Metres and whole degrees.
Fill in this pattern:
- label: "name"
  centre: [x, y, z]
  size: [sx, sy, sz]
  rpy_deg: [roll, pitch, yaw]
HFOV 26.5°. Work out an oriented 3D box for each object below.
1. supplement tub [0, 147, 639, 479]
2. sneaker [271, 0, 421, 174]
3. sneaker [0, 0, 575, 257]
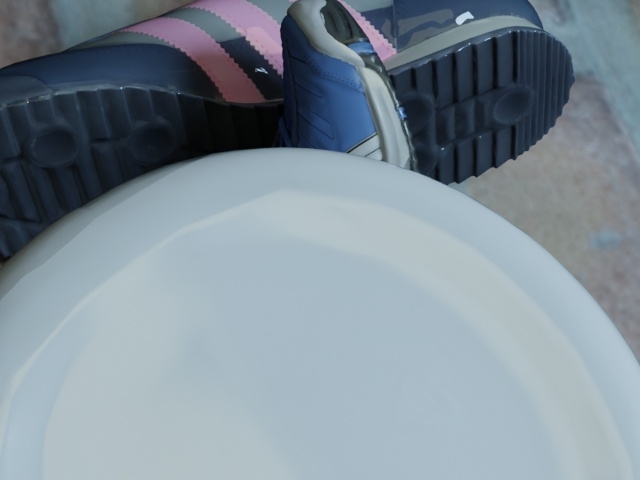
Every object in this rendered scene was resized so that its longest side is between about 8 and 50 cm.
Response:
- label: "supplement tub"
  centre: [-0.031, 0.122, 0.441]
  size: [0.193, 0.316, 0.194]
  rpy_deg: [6, 63, -12]
- label: "sneaker"
  centre: [0.000, 0.000, 0.591]
  size: [0.081, 0.080, 0.211]
  rpy_deg: [-9, 110, -8]
- label: "sneaker"
  centre: [-0.045, -0.077, 0.671]
  size: [0.319, 0.112, 0.131]
  rpy_deg: [-10, 45, -16]
